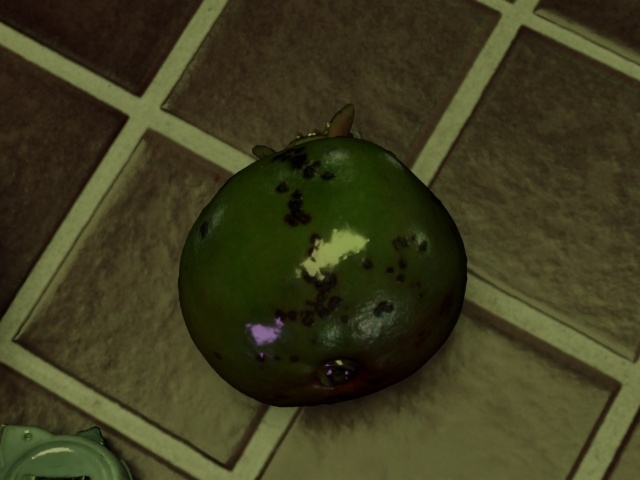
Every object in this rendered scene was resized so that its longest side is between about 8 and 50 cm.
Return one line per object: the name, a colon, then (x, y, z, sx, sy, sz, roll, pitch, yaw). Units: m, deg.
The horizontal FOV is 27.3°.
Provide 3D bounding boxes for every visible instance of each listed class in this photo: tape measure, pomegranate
tape measure: (-0.272, 0.336, 1.293, 0.164, 0.084, 0.330, -4, 56, 6)
pomegranate: (-0.002, -0.002, 1.300, 0.291, 0.291, 0.323, -6, 75, 3)
